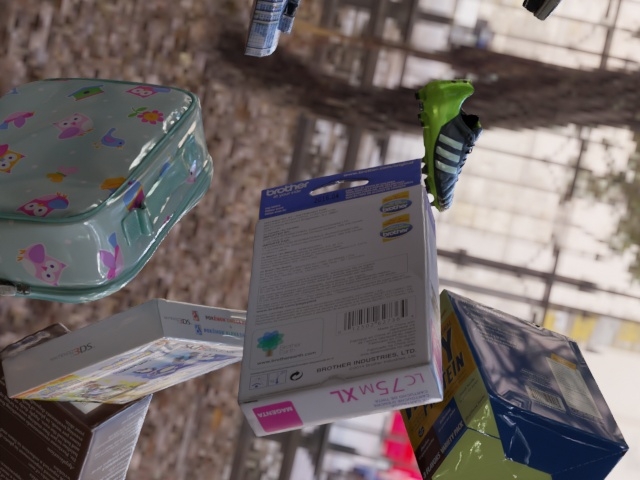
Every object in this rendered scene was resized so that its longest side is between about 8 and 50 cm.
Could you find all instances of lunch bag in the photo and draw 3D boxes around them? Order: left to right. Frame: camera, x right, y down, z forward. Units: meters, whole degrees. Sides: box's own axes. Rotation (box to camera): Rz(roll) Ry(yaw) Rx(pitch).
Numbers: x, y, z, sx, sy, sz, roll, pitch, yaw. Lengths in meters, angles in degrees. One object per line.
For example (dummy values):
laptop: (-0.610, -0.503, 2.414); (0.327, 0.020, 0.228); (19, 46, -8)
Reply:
lunch bag: (-0.231, -0.048, 1.417); (0.279, 0.224, 0.108); (-59, 150, -51)

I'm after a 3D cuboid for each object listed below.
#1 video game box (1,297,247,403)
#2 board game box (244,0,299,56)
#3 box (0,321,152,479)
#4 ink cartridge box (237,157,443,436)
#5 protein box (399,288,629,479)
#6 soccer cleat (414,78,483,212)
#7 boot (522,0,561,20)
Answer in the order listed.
video game box: (-0.186, 0.117, 1.563); (0.187, 0.205, 0.048); (16, 56, -56)
board game box: (-0.054, -0.336, 2.025); (0.194, 0.060, 0.194); (107, -7, -46)
box: (-0.391, 0.329, 2.196); (0.143, 0.191, 0.381); (-29, 148, -52)
ink cartridge box: (0.023, 0.047, 1.510); (0.311, 0.186, 0.065); (-89, 162, -47)
protein box: (0.210, 0.192, 1.760); (0.136, 0.200, 0.201); (-57, -154, 24)
soccer cleat: (0.150, -0.106, 1.751); (0.060, 0.072, 0.179); (-103, -176, -50)
boot: (0.186, -0.333, 1.439); (0.085, 0.178, 0.236); (-59, 172, -42)
